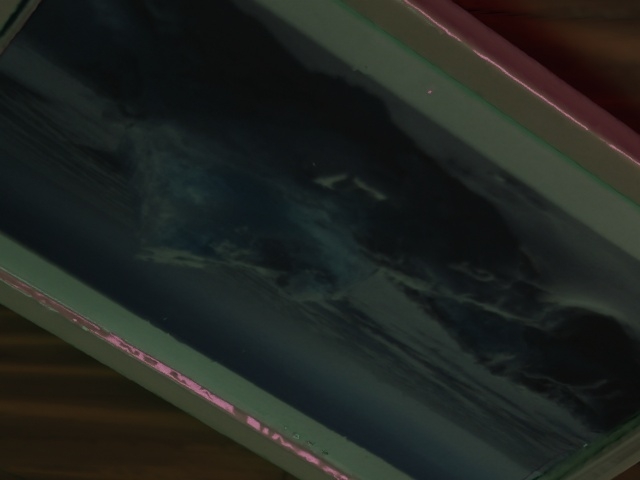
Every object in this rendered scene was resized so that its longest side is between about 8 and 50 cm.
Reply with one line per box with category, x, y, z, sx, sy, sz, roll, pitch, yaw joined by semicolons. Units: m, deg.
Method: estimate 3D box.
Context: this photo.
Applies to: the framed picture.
framed picture;0.000;0.000;0.882;0.446;0.028;0.326;32;133;-16
